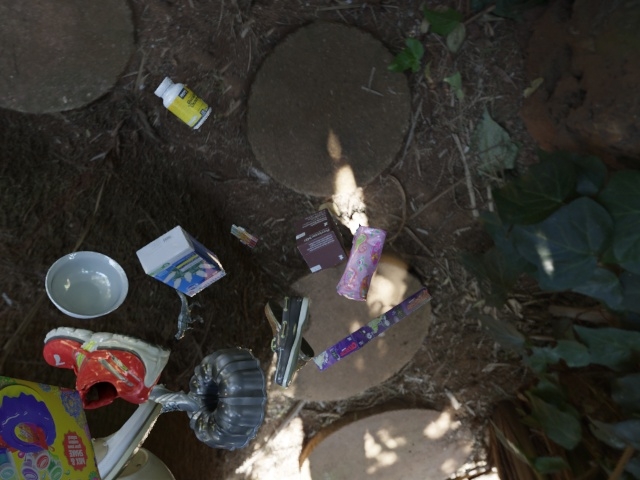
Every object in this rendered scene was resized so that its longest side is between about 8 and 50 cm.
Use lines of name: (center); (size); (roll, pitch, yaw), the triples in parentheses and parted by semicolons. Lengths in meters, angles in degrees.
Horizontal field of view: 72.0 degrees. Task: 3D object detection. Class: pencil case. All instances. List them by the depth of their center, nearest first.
pencil case: (0.152, 0.080, 1.635); (0.124, 0.124, 0.284); (21, 81, -20)

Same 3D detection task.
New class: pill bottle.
pill bottle: (-0.495, -0.496, 1.587); (0.184, 0.103, 0.103); (37, 106, -28)

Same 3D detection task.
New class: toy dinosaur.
toy dinosaur: (-0.588, 0.330, 1.969); (0.118, 0.064, 0.268); (-12, 120, -42)

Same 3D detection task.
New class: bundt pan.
bundt pan: (-0.325, 0.507, 1.436); (0.124, 0.331, 0.330); (20, 115, -43)

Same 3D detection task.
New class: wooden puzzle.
wooden puzzle: (-0.133, -0.008, 0.767); (0.049, 0.083, 0.006); (35, 71, -5)

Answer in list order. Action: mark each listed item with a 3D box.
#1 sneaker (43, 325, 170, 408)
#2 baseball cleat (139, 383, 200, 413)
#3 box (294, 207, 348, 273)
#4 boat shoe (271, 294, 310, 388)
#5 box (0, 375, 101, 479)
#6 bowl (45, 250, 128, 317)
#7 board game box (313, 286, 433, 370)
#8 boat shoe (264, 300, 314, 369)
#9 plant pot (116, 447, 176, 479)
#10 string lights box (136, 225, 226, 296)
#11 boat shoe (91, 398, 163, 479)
sneaker: (-0.377, 0.213, 0.727); (0.279, 0.118, 0.107); (-5, 149, 31)
baseball cleat: (-0.446, 0.484, 1.283); (0.206, 0.109, 0.072); (2, 128, 32)
box: (0.000, 0.000, 1.909); (0.169, 0.203, 0.167); (-24, 123, 8)
boat shoe: (-0.079, 0.236, 1.052); (0.069, 0.227, 0.081); (9, 145, 7)
box: (-0.424, 0.274, 0.426); (0.279, 0.177, 0.290); (-25, 157, -9)
bowl: (-0.959, 0.201, 1.802); (0.298, 0.297, 0.134); (27, 135, -22)
board game box: (0.158, 0.252, 1.278); (0.347, 0.056, 0.208); (-22, 168, -41)
boat shoe: (-0.155, 0.391, 1.814); (0.104, 0.307, 0.111); (-48, 150, 20)
plant pot: (-0.483, 0.632, 1.085); (0.284, 0.284, 0.190); (-1, 99, -10)
string lights box: (-0.386, 0.066, 1.257); (0.133, 0.076, 0.259); (-33, 157, -2)
boat shoe: (-0.438, 0.434, 0.860); (0.103, 0.302, 0.113); (33, 144, 2)
